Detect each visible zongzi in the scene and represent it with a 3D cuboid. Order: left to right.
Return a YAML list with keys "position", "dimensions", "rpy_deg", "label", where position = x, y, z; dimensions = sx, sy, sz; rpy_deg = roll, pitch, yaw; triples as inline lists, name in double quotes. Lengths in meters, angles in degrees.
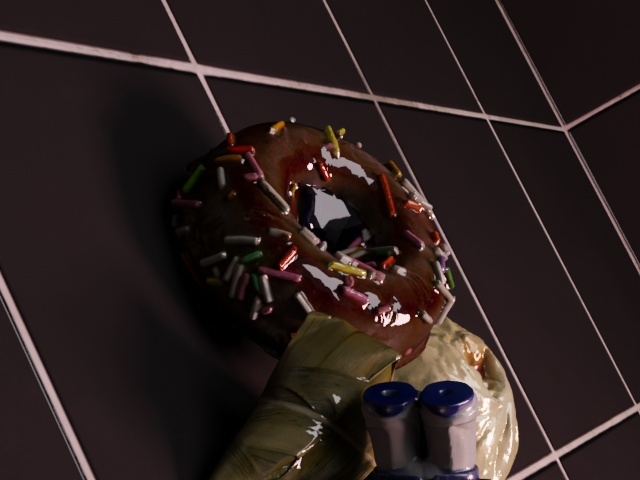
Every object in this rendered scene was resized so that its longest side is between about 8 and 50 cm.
- position: [-0.018, 0.190, 1.298]
  dimensions: [0.094, 0.204, 0.205]
  rpy_deg: [27, -30, 23]
  label: "zongzi"

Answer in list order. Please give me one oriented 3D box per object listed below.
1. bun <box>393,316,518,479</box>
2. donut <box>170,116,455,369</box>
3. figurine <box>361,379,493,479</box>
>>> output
- position: [0.108, 0.145, 1.542]
  dimensions: [0.220, 0.134, 0.220]
  rpy_deg: [44, 26, -28]
  label: "bun"
- position: [0.000, 0.000, 1.425]
  dimensions: [0.270, 0.103, 0.269]
  rpy_deg: [27, 36, -22]
  label: "donut"
- position: [0.073, 0.238, 1.256]
  dimensions: [0.274, 0.194, 0.133]
  rpy_deg: [63, 11, -13]
  label: "figurine"
